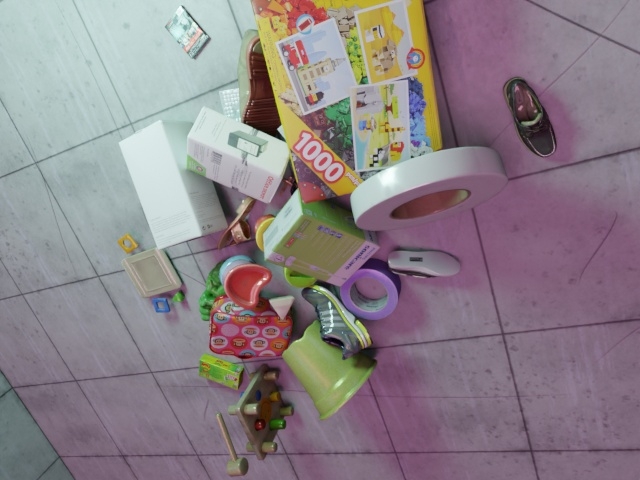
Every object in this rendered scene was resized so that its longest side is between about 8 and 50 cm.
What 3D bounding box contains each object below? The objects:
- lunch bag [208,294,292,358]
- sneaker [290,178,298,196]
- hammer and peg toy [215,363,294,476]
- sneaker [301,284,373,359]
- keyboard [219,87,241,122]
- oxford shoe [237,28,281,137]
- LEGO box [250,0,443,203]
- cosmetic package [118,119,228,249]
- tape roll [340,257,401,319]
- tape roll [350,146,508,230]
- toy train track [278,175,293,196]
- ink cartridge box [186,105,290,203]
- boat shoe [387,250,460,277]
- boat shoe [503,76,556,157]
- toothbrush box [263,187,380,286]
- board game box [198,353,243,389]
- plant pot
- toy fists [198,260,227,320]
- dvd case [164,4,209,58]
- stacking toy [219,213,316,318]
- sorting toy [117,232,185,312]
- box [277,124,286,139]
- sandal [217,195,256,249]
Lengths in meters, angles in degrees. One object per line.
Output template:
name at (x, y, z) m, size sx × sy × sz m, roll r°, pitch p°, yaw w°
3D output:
lunch bag at (-0.251, 0.327, 1.585) m, size 0.293 × 0.120 × 0.258 m, roll 7°, pitch 122°, yaw -11°
sneaker at (0.001, -0.182, 1.309) m, size 0.227 × 0.130 × 0.087 m, roll -28°, pitch 105°, yaw 25°
hammer and peg toy at (-0.237, 0.669, 1.646) m, size 0.127 × 0.361 × 0.266 m, roll -11°, pitch 109°, yaw 22°
sneaker at (0.031, 0.264, 1.457) m, size 0.300 × 0.121 × 0.111 m, roll 41°, pitch 155°, yaw 28°
keyboard at (-0.255, -0.341, 1.385) m, size 0.072 × 0.014 × 0.256 m, roll -2°, pitch 113°, yaw 19°
oxford shoe at (-0.182, -0.430, 1.284) m, size 0.130 × 0.123 × 0.348 m, roll 54°, pitch 143°, yaw 41°
LEGO box at (0.073, -0.387, 1.094) m, size 0.372 × 0.193 × 0.500 m, roll -14°, pitch 110°, yaw 2°
cosmetic package at (-0.466, -0.175, 1.409) m, size 0.197 × 0.155 × 0.365 m, roll -14°, pitch 95°, yaw 26°
tape roll at (0.164, 0.159, 1.440) m, size 0.189 × 0.080 × 0.189 m, roll 7°, pitch 115°, yaw 15°
tape roll at (0.269, -0.118, 1.117) m, size 0.392 × 0.392 × 0.072 m, roll -20°, pitch 76°, yaw 25°
toy train track at (-0.112, -0.175, 1.415) m, size 0.048 × 0.014 × 0.083 m, roll 33°, pitch 125°, yaw -6°
ink cartridge box at (-0.240, -0.240, 1.288) m, size 0.273 × 0.115 × 0.198 m, roll 23°, pitch 157°, yaw -10°
boat shoe at (0.316, 0.077, 1.363) m, size 0.219 × 0.078 × 0.070 m, roll 8°, pitch 150°, yaw 11°
boat shoe at (0.528, -0.302, 1.109) m, size 0.080 × 0.073 × 0.223 m, roll -25°, pitch 104°, yaw 27°
toothbrush box at (0.000, 0.000, 1.323) m, size 0.283 × 0.122 × 0.206 m, roll 22°, pitch 126°, yaw -27°
board game box at (-0.413, 0.544, 1.828) m, size 0.181 × 0.043 × 0.092 m, roll 16°, pitch 117°, yaw 10°
plant pot at (0.013, 0.425, 1.529) m, size 0.254 × 0.276 × 0.276 m, roll 46°, pitch 120°, yaw 8°
toy fists at (-0.368, 0.199, 1.625) m, size 0.142 × 0.096 × 0.279 m, roll 30°, pitch 121°, yaw 4°
dvd case at (-0.396, -0.616, 1.305) m, size 0.087 × 0.013 × 0.119 m, roll -38°, pitch 99°, yaw 28°
stacking toy at (-0.167, 0.085, 1.470) m, size 0.279 × 0.130 × 0.309 m, roll 38°, pitch 91°, yaw -29°
sorting toy at (-0.650, 0.120, 1.711) m, size 0.196 × 0.047 × 0.348 m, roll -18°, pitch 108°, yaw 20°
box at (-0.046, -0.323, 1.281) m, size 0.102 × 0.087 × 0.101 m, roll -35°, pitch 99°, yaw 28°
sandal at (-0.265, -0.036, 1.487) m, size 0.079 × 0.088 × 0.240 m, roll 37°, pitch 115°, yaw 6°
